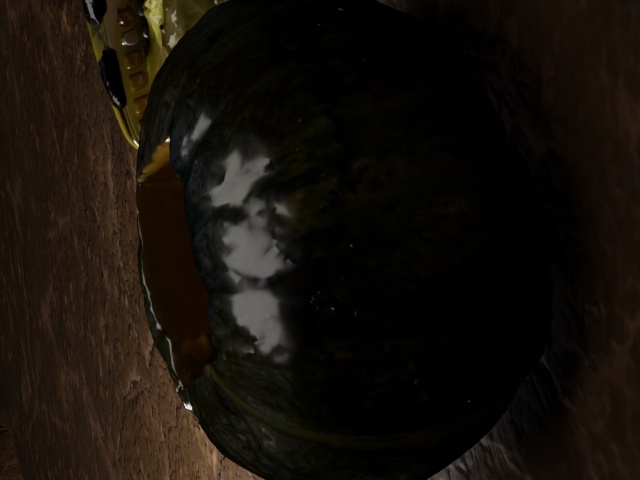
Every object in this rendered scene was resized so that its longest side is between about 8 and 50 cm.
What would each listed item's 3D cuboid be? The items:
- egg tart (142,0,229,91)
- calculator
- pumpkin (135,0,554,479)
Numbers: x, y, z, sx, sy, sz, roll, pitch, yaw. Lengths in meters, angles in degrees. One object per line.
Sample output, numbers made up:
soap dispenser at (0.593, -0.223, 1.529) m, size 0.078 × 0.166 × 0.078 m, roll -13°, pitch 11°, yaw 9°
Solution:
egg tart at (-0.098, -0.178, 1.297) m, size 0.279 × 0.095 × 0.279 m, roll 172°, pitch 90°, yaw -76°
calculator at (-0.153, -0.189, 1.399) m, size 0.033 × 0.157 × 0.237 m, roll -4°, pitch 106°, yaw 28°
pumpkin at (0.000, 0.000, 0.939) m, size 0.320 × 0.192 × 0.321 m, roll 173°, pitch 90°, yaw -72°
